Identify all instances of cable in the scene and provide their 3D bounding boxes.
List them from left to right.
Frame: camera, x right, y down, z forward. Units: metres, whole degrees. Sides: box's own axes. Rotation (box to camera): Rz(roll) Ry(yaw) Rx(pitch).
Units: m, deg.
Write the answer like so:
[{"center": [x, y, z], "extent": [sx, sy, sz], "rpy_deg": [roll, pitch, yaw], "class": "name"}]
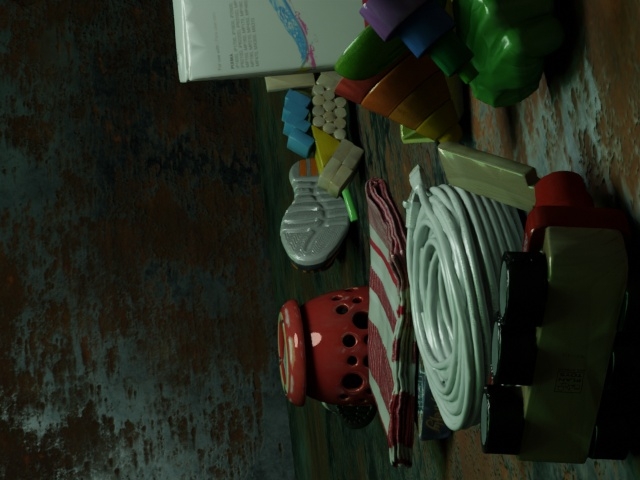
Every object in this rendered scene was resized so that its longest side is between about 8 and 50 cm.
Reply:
[{"center": [0.157, 0.067, 1.426], "extent": [0.257, 0.089, 0.257], "rpy_deg": [-116, 22, -67], "class": "cable"}]

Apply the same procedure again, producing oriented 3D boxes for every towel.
[{"center": [0.089, 0.109, 1.813], "extent": [0.237, 0.037, 0.329], "rpy_deg": [-107, 15, -64], "class": "towel"}]

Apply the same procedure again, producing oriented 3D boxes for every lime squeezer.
[{"center": [0.017, -0.163, 2.408], "extent": [0.310, 0.059, 0.110], "rpy_deg": [-106, 14, -51], "class": "lime squeezer"}]

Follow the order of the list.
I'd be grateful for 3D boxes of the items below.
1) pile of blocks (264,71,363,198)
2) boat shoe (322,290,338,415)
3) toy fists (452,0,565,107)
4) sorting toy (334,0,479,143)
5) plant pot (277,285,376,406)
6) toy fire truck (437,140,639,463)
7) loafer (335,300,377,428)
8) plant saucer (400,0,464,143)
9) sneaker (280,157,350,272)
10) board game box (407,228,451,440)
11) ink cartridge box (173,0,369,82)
[{"center": [-0.021, -0.226, 2.307], "extent": [0.112, 0.149, 0.362], "rpy_deg": [104, 160, -65], "class": "pile of blocks"}, {"center": [0.044, 0.201, 2.370], "extent": [0.079, 0.084, 0.233], "rpy_deg": [-146, 50, -62], "class": "boat shoe"}, {"center": [0.156, -0.266, 1.238], "extent": [0.142, 0.096, 0.279], "rpy_deg": [73, -173, -65], "class": "toy fists"}, {"center": [0.097, -0.153, 1.253], "extent": [0.126, 0.127, 0.365], "rpy_deg": [49, 178, 2], "class": "sorting toy"}, {"center": [0.024, 0.168, 2.131], "extent": [0.191, 0.174, 0.191], "rpy_deg": [177, 90, -84], "class": "plant pot"}, {"center": [0.176, 0.034, 1.132], "extent": [0.246, 0.158, 0.217], "rpy_deg": [-86, -2, -51], "class": "toy fire truck"}, {"center": [0.060, 0.209, 2.275], "extent": [0.078, 0.080, 0.220], "rpy_deg": [78, -170, -74], "class": "loafer"}, {"center": [0.130, -0.211, 1.611], "extent": [0.188, 0.045, 0.188], "rpy_deg": [-158, 64, -81], "class": "plant saucer"}, {"center": [0.000, 0.000, 2.445], "extent": [0.321, 0.125, 0.180], "rpy_deg": [-83, -10, -56], "class": "sneaker"}, {"center": [0.138, 0.112, 1.739], "extent": [0.165, 0.042, 0.243], "rpy_deg": [-104, 12, -52], "class": "board game box"}, {"center": [-0.041, -0.290, 1.847], "extent": [0.226, 0.306, 0.131], "rpy_deg": [-147, 52, -79], "class": "ink cartridge box"}]
